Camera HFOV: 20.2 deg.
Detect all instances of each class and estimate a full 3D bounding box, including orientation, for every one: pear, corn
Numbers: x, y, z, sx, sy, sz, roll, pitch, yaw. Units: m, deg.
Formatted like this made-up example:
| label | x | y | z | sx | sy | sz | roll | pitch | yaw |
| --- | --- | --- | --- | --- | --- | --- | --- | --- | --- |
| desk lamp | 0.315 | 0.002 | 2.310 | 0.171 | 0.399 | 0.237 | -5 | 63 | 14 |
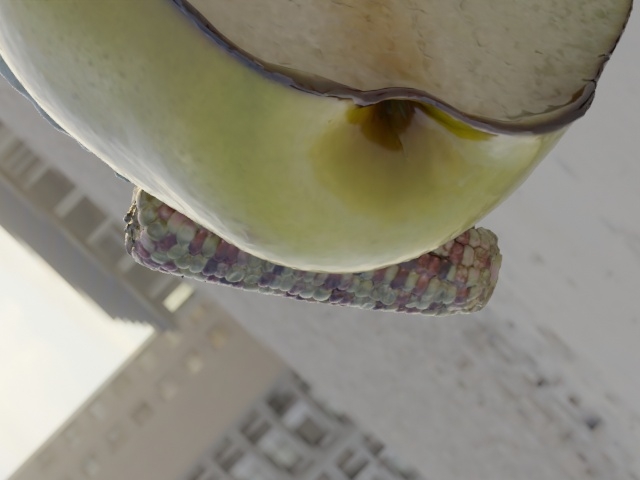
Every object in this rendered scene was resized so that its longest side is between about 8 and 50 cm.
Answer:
| label | x | y | z | sx | sy | sz | roll | pitch | yaw |
| --- | --- | --- | --- | --- | --- | --- | --- | --- | --- |
| pear | -0.028 | -0.126 | 0.913 | 0.340 | 0.191 | 0.386 | 10 | -137 | -21 |
| corn | 0.000 | 0.000 | 1.154 | 0.253 | 0.086 | 0.086 | 12 | -173 | -11 |

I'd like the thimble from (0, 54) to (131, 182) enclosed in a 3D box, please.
| label | x | y | z | sx | sy | sz | roll | pitch | yaw |
| --- | --- | --- | --- | --- | --- | --- | --- | --- | --- |
| thimble | -0.166 | -0.211 | 1.585 | 0.291 | 0.195 | 0.291 | 43 | -163 | -17 |
